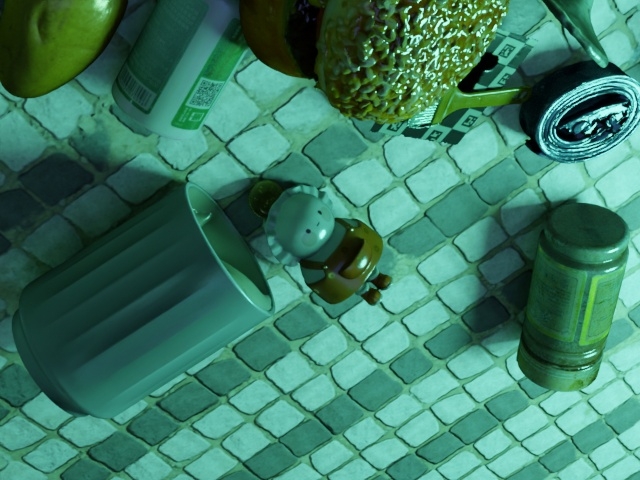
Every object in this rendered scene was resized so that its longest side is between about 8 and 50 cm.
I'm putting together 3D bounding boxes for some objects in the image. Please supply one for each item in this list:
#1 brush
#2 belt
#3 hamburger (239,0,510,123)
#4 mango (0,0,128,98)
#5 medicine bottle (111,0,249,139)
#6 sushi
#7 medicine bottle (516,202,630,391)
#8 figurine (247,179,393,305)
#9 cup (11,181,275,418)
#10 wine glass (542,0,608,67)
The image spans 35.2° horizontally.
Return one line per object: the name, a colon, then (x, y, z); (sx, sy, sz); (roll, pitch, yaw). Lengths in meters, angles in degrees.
brush: (0.229, -0.211, 1.504); (0.218, 0.010, 0.082); (-10, 142, -26)
belt: (0.406, -0.198, 1.569); (0.190, 0.082, 0.141); (-19, 124, -4)
hamburger: (0.079, -0.308, 1.208); (0.330, 0.250, 0.330); (-44, 150, -33)
mango: (-0.334, -0.273, 1.265); (0.227, 0.109, 0.147); (-47, 150, 19)
medicine bottle: (-0.155, -0.273, 1.303); (0.133, 0.133, 0.274); (20, 120, -29)
sushi: (0.184, -0.244, 1.483); (0.192, 0.050, 0.215); (4, 135, -39)
medicine bottle: (0.441, 0.101, 1.766); (0.151, 0.151, 0.322); (-8, 128, -12)
figurine: (-0.002, 0.002, 1.580); (0.271, 0.143, 0.143); (35, 113, -5)
cup: (-0.251, 0.104, 1.526); (0.327, 0.236, 0.323); (-33, 159, 8)
wine glass: (0.462, -0.434, 1.305); (0.406, 0.267, 0.267); (-40, 128, 19)
